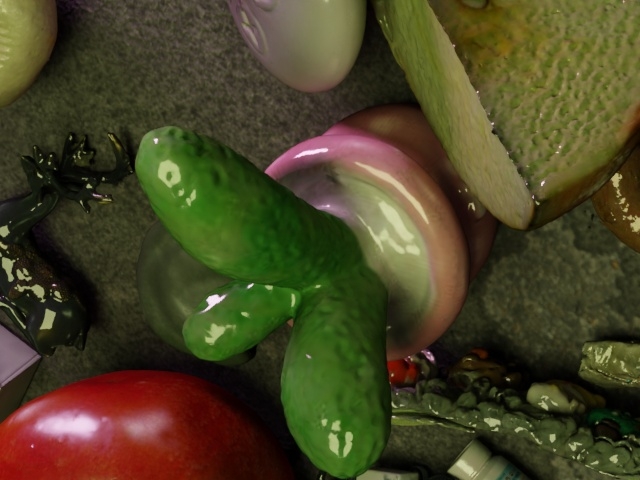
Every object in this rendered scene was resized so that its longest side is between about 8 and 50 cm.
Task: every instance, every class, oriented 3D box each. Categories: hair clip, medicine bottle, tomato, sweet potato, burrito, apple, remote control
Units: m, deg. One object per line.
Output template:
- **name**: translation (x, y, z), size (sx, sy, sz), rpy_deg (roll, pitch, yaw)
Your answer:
- **hair clip**: translation (0.171, 0.151, 1.510), size (0.321, 0.138, 0.091), rpy_deg (10, 86, 24)
- **medicine bottle**: translation (0.171, 0.238, 1.580), size (0.089, 0.052, 0.052), rpy_deg (40, 124, 6)
- **tomato**: translation (-0.195, 0.280, 1.660), size (0.325, 0.293, 0.290), rpy_deg (-5, 95, 34)
- **sweet potato**: translation (0.283, -0.018, 1.409), size (0.065, 0.051, 0.218), rpy_deg (-32, 94, 32)
- **burrito**: translation (0.313, 0.112, 1.454), size (0.171, 0.042, 0.051), rpy_deg (3, 143, 31)
- **apple**: translation (0.157, -0.162, 1.302), size (0.254, 0.179, 0.346), rpy_deg (-50, 52, 35)
- **remote control**: translation (-0.038, -0.288, 1.389), size (0.221, 0.103, 0.332), rpy_deg (26, 129, 61)

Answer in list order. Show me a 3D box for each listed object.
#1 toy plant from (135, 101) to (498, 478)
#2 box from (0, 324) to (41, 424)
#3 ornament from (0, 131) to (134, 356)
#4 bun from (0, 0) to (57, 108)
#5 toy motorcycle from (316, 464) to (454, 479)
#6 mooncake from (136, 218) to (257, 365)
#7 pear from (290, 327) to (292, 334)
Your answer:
- **toy plant**: translation (0.006, -0.003, 1.385), size (0.210, 0.356, 0.317), rpy_deg (-21, 102, 40)
- **box**: translation (-0.424, 0.188, 1.847), size (0.129, 0.086, 0.225), rpy_deg (36, 123, 8)
- **ornament**: translation (-0.262, -0.004, 1.681), size (0.236, 0.080, 0.202), rpy_deg (-38, 88, 34)
- **bun**: translation (-0.349, -0.233, 1.601), size (0.222, 0.127, 0.222), rpy_deg (16, 129, 20)
- **toy motorcycle**: translation (0.071, 0.301, 1.622), size (0.221, 0.102, 0.150), rpy_deg (-1, 87, 47)
- **mooncake**: translation (-0.093, 0.033, 1.597), size (0.175, 0.104, 0.168), rpy_deg (-35, 90, 32)
- **pear**: translation (0.016, 0.094, 1.581), size (0.092, 0.092, 0.097), rpy_deg (10, 154, 23)
